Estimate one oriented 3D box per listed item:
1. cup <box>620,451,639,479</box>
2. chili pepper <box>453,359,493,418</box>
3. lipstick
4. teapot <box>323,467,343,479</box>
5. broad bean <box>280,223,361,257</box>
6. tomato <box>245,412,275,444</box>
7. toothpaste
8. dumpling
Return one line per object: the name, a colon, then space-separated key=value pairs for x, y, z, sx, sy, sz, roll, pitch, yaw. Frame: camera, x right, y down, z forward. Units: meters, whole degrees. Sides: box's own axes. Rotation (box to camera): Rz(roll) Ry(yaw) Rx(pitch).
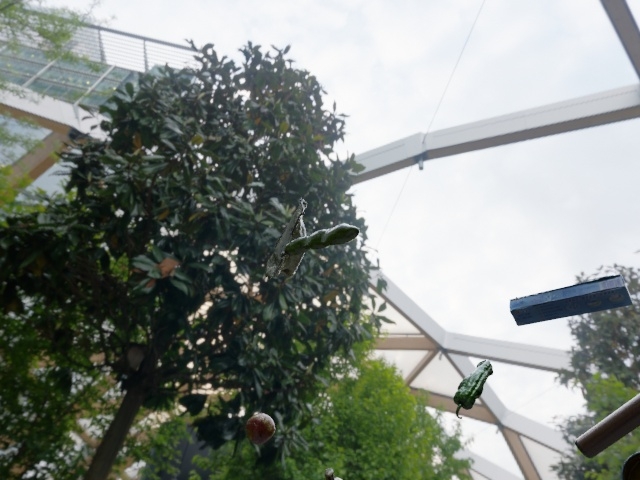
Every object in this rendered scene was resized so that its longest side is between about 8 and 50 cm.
cup: x=0.604 y=0.438 z=0.686 sx=0.150 sy=0.114 sz=0.138 roll=-24 pitch=-61 yaw=21
chili pepper: x=0.518 y=0.485 z=1.380 sx=0.074 sy=0.256 sz=0.100 roll=42 pitch=-45 yaw=26
lipstick: x=0.821 y=0.442 z=1.063 sx=0.057 sy=0.057 sz=0.357 roll=36 pitch=-74 yaw=-26
teapot: x=0.033 y=0.482 z=0.799 sx=0.084 sy=0.080 sz=0.111 roll=-17 pitch=-78 yaw=-14
broad bean: x=0.002 y=-0.002 z=1.024 sx=0.254 sy=0.065 sz=0.047 roll=-16 pitch=-73 yaw=38
tomato: x=-0.178 y=0.548 z=1.193 sx=0.087 sy=0.087 sz=0.075 roll=-24 pitch=-10 yaw=32
toothpaste: x=0.642 y=0.160 z=1.072 sx=0.272 sy=0.053 sz=0.066 roll=-23 pitch=-68 yaw=34
dumpling: x=-0.094 y=0.039 z=1.268 sx=0.085 sy=0.166 sz=0.332 roll=14 pitch=-48 yaw=-16
